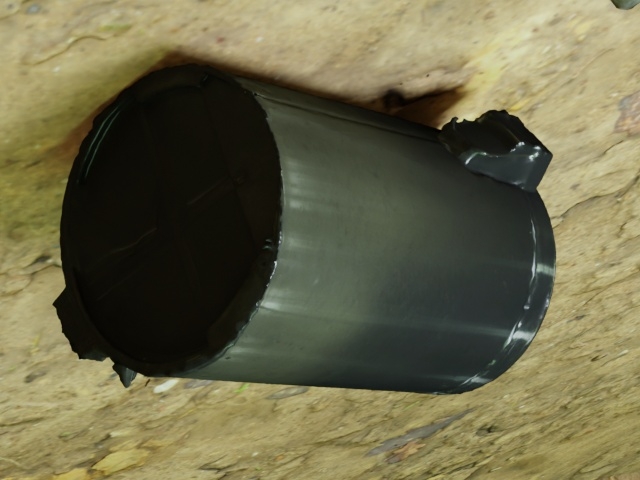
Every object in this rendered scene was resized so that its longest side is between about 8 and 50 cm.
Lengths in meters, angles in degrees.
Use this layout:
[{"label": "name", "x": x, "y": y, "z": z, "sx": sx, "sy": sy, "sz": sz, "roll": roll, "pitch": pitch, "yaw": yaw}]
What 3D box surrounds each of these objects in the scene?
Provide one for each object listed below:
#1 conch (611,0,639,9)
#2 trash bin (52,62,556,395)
[{"label": "conch", "x": 0.145, "y": -0.194, "z": 0.654, "sx": 0.291, "sy": 0.159, "sz": 0.210, "roll": -25, "pitch": 156, "yaw": 8}, {"label": "trash bin", "x": 0.000, "y": 0.000, "z": 0.933, "sx": 0.301, "sy": 0.203, "sz": 0.252, "roll": 9, "pitch": 126, "yaw": -48}]
